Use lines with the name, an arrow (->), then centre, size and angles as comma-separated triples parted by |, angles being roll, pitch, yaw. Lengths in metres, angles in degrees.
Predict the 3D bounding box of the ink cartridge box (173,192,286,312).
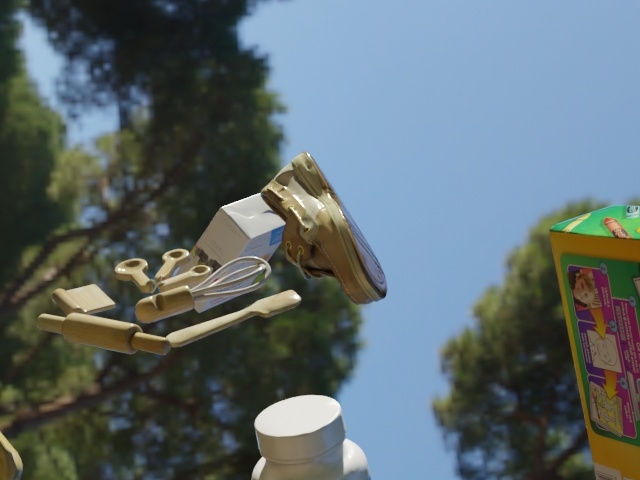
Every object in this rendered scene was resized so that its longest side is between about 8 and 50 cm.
ink cartridge box -> -0.121, 0.027, 2.099 | 0.061, 0.104, 0.181 | 47, -54, 15

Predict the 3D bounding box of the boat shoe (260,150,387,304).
boat shoe -> 0.000, 0.000, 0.953 | 0.050, 0.045, 0.135 | 54, 5, -35

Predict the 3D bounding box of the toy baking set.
toy baking set -> -0.158, 0.057, 1.642 | 0.256, 0.197, 0.030 | 11, -56, 35

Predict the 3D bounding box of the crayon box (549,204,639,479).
crayon box -> 0.293, 0.115, 1.364 | 0.165, 0.081, 0.278 | 8, -68, 64

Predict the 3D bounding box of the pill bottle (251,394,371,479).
pill bottle -> -0.003, 0.280, 1.677 | 0.124, 0.124, 0.221 | 26, -47, 59

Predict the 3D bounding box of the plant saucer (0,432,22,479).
plant saucer -> -0.390, 0.194, 1.309 | 0.333, 0.081, 0.333 | 44, -72, 28
